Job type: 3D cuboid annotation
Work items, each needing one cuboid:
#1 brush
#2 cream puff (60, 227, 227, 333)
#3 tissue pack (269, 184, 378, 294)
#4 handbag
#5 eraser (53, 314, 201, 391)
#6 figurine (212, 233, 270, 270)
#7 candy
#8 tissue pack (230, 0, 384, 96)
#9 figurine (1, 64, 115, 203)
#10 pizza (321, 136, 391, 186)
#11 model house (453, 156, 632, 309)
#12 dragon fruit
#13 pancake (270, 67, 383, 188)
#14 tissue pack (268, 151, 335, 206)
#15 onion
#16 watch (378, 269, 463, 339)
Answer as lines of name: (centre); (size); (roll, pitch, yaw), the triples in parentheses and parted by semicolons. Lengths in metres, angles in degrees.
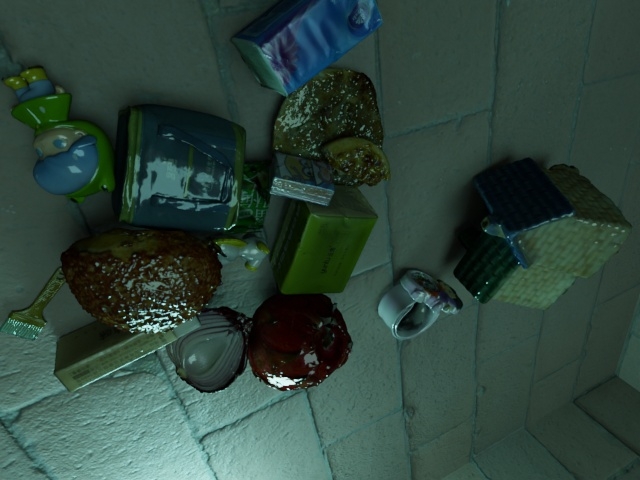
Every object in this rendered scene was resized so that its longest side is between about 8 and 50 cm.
brush: (-0.671, 0.147, 1.076); (0.083, 0.010, 0.218); (34, 96, -36)
cream puff: (-0.391, 0.094, 1.007); (0.351, 0.351, 0.228); (7, 81, -31)
tissue pack: (0.000, 0.000, 1.224); (0.201, 0.167, 0.274); (2, 127, -27)
handbag: (-0.306, -0.150, 0.965); (0.241, 0.222, 0.262); (2, 100, -31)
eraser: (-0.487, 0.238, 1.142); (0.344, 0.144, 0.078); (-26, 124, -14)
figurine: (-0.226, 0.019, 1.176); (0.178, 0.130, 0.108); (6, 75, -22)
candy: (-0.185, -0.109, 1.148); (0.141, 0.078, 0.203); (-2, 115, -42)
tissue pack: (-0.031, -0.450, 0.967); (0.263, 0.198, 0.146); (-40, 126, -3)
figurine: (-0.512, -0.204, 0.887); (0.162, 0.143, 0.263); (-17, 108, 13)
pizza: (0.108, -0.209, 1.193); (0.246, 0.058, 0.127); (30, 98, -40)
model house: (0.653, -0.031, 1.503); (0.401, 0.394, 0.445); (9, 130, -15)
dragon fruit: (-0.067, 0.286, 1.284); (0.296, 0.302, 0.295); (6, 81, -43)
pancake: (0.024, -0.274, 1.180); (0.357, 0.065, 0.355); (-17, 126, -25)
tissue pack: (-0.047, -0.153, 1.099); (0.155, 0.115, 0.065); (10, 133, -14)
onion: (-0.279, 0.279, 1.245); (0.284, 0.120, 0.227); (-36, 90, 17)
watch: (0.346, 0.245, 1.571); (0.244, 0.196, 0.231); (10, 118, -36)
